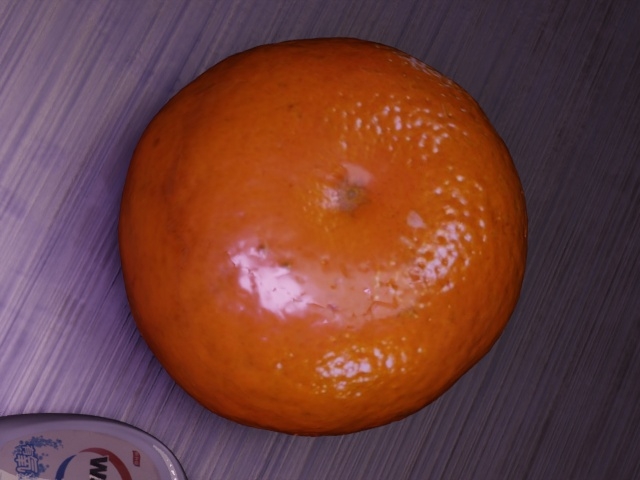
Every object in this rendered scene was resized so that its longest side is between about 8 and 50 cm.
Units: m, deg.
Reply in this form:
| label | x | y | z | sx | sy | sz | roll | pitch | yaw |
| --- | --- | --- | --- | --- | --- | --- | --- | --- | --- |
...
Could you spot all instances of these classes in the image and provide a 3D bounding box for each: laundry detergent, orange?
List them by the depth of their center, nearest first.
| label | x | y | z | sx | sy | sz | roll | pitch | yaw |
| --- | --- | --- | --- | --- | --- | --- | --- | --- | --- |
| laundry detergent | -0.225 | 0.287 | 1.698 | 0.281 | 0.105 | 0.214 | 10 | 80 | -25 |
| orange | 0.000 | 0.000 | 1.708 | 0.424 | 0.326 | 0.423 | 4 | 69 | -11 |
